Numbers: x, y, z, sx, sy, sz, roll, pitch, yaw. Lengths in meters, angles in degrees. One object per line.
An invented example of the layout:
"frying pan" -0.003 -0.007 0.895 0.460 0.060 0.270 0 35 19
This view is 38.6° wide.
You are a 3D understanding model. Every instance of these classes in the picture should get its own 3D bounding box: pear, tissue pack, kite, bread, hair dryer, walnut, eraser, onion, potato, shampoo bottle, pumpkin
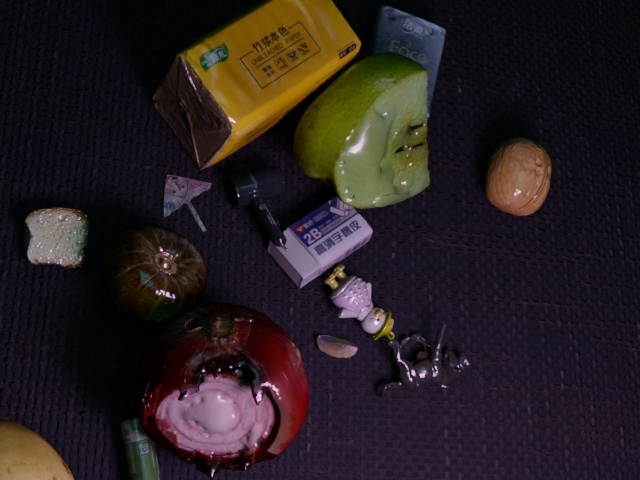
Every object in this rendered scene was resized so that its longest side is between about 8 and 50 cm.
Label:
"pear" 0.078 -0.232 2.056 0.318 0.342 0.238 -29 46 -24
"tissue pack" -0.146 -0.367 2.015 0.382 0.293 0.228 -39 93 -25
"kite" -0.291 -0.088 2.029 0.137 0.005 0.152 -38 89 -25
"tissue pack" 0.198 -0.434 2.272 0.185 0.081 0.257 18 69 -14
"bread" -0.547 -0.004 1.893 0.129 0.044 0.126 4 79 -21
"hair dryer" -0.114 -0.065 2.021 0.124 0.071 0.219 -16 60 -22
"walnut" 0.486 -0.159 2.244 0.165 0.165 0.197 26 70 -10
"eraser" 0.000 0.000 2.060 0.210 0.068 0.124 -34 74 -25
"onion" -0.194 0.267 1.787 0.341 0.341 0.341 6 71 -18
"potato" 0.036 0.236 2.029 0.093 0.036 0.037 16 105 5
"pear" -0.578 0.470 1.594 0.309 0.309 0.309 6 71 -18
"shampoo bottle" -0.349 0.453 1.801 0.065 0.065 0.204 -7 76 -21
"pumpkin" -0.341 0.078 1.884 0.219 0.162 0.219 26 47 -31

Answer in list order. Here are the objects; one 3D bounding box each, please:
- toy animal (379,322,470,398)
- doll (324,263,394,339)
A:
"toy animal" 0.229 0.277 2.054 0.233 0.084 0.148 -15 80 -27
"doll" 0.090 0.146 2.047 0.207 0.081 0.129 46 48 -2
